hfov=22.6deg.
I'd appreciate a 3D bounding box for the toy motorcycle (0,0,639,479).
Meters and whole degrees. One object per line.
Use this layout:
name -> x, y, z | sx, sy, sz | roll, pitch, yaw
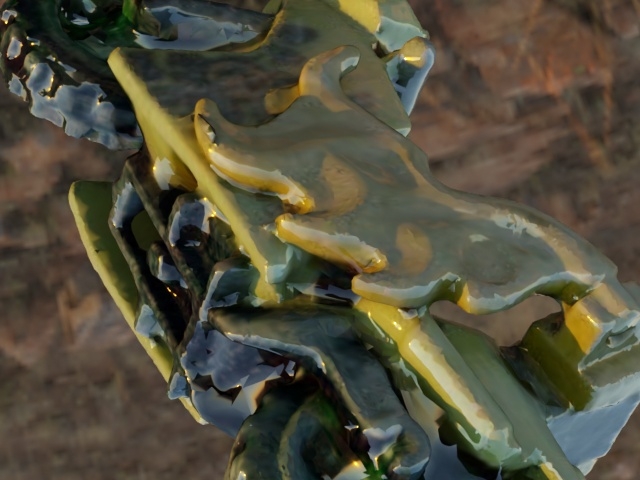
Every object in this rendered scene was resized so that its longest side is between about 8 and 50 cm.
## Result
toy motorcycle -> 0.000, 0.000, 0.793 | 0.237, 0.410, 0.168 | -10, 144, -30
